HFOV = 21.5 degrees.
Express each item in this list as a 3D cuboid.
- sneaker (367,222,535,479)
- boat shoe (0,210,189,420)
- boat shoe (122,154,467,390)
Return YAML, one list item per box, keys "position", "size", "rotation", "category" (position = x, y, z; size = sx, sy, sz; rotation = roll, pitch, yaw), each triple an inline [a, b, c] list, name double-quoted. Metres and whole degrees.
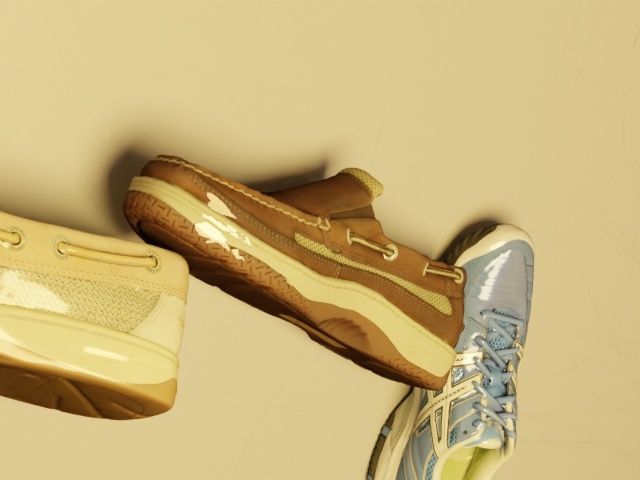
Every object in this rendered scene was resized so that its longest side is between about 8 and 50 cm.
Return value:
- position: [0.102, 0.093, 1.078]
  size: [0.080, 0.081, 0.211]
  rotation: [6, 105, -34]
  category: "sneaker"
- position: [-0.202, 0.006, 0.828]
  size: [0.302, 0.109, 0.098]
  rotation: [19, 69, -27]
  category: "boat shoe"
- position: [-0.006, -0.001, 0.969]
  size: [0.257, 0.095, 0.095]
  rotation: [34, 75, -45]
  category: "boat shoe"
